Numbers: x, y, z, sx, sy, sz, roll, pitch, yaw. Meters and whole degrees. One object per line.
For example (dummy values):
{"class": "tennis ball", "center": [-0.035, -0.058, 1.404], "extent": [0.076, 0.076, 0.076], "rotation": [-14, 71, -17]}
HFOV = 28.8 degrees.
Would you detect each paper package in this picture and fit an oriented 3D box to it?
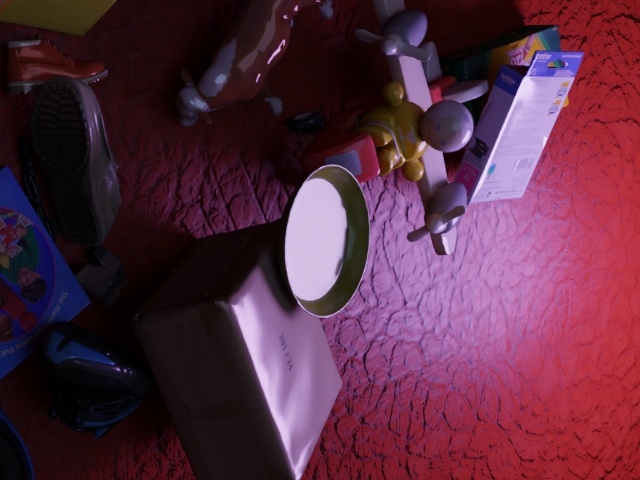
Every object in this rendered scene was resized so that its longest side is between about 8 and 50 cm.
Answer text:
{"class": "paper package", "center": [-0.116, 0.174, 1.928], "extent": [0.309, 0.168, 0.325], "rotation": [-58, 133, -60]}

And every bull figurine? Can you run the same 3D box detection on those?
{"class": "bull figurine", "center": [-0.105, -0.295, 1.960], "extent": [0.310, 0.101, 0.188], "rotation": [-58, 154, 10]}

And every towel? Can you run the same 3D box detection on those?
{"class": "towel", "center": [-0.406, -0.335, 1.730], "extent": [0.237, 0.102, 0.021], "rotation": [4, 61, -46]}

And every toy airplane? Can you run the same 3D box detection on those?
{"class": "toy airplane", "center": [0.166, -0.202, 2.124], "extent": [0.386, 0.272, 0.384], "rotation": [28, 77, -39]}

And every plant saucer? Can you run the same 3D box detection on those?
{"class": "plant saucer", "center": [0.000, 0.000, 1.949], "extent": [0.241, 0.037, 0.241], "rotation": [-10, 102, -56]}

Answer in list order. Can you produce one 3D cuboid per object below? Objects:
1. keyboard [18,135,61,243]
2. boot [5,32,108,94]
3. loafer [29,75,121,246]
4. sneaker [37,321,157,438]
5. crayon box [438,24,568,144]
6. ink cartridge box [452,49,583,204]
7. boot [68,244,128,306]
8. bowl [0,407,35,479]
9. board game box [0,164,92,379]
{"class": "keyboard", "center": [-0.471, -0.057, 1.760], "extent": [0.201, 0.033, 0.317], "rotation": [-24, 112, -36]}
{"class": "boot", "center": [-0.380, -0.258, 1.794], "extent": [0.158, 0.059, 0.084], "rotation": [-12, 98, -38]}
{"class": "loafer", "center": [-0.349, -0.122, 1.807], "extent": [0.092, 0.102, 0.268], "rotation": [-58, 152, -54]}
{"class": "sneaker", "center": [-0.327, 0.213, 1.772], "extent": [0.139, 0.125, 0.341], "rotation": [-52, 163, -7]}
{"class": "crayon box", "center": [0.353, -0.302, 2.395], "extent": [0.278, 0.081, 0.165], "rotation": [-26, 112, -36]}
{"class": "ink cartridge box", "center": [0.363, -0.218, 2.300], "extent": [0.186, 0.065, 0.311], "rotation": [-8, 128, -49]}
{"class": "boot", "center": [-0.342, 0.065, 1.879], "extent": [0.118, 0.042, 0.087], "rotation": [-45, 124, -26]}
{"class": "bowl", "center": [-0.569, 0.373, 1.704], "extent": [0.391, 0.077, 0.391], "rotation": [-6, 100, -40]}
{"class": "board game box", "center": [-0.499, 0.091, 1.647], "extent": [0.347, 0.078, 0.233], "rotation": [-43, 116, -36]}
